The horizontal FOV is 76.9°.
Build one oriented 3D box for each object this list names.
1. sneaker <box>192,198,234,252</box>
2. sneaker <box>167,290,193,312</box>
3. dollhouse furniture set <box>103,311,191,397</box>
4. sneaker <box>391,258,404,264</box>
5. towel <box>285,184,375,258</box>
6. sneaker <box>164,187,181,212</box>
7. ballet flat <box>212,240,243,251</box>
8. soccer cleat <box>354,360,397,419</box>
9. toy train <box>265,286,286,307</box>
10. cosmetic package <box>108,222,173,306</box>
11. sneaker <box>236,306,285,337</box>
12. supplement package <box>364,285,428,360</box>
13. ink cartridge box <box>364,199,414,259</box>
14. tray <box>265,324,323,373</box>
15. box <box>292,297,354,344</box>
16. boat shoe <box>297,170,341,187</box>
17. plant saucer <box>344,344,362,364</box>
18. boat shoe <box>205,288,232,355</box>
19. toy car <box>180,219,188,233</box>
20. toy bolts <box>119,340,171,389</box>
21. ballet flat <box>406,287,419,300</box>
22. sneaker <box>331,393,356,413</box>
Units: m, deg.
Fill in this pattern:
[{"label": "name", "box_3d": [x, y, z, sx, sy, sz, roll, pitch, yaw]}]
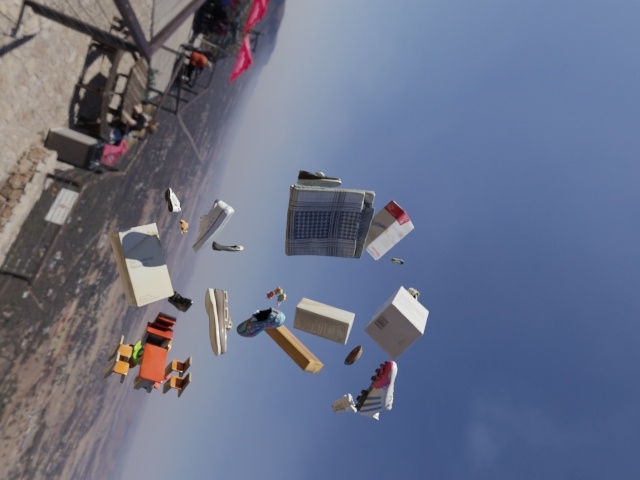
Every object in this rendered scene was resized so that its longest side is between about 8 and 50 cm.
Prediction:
[{"label": "sneaker", "box_3d": [-0.456, -0.061, 1.651, 0.258, 0.091, 0.094, -48, 177, 17]}, {"label": "sneaker", "box_3d": [-0.847, 0.365, 2.424, 0.227, 0.130, 0.087, -10, -139, 55]}, {"label": "dollhouse furniture set", "box_3d": [-0.579, 0.390, 1.414, 0.135, 0.261, 0.259, -52, -150, 17]}, {"label": "sneaker", "box_3d": [0.501, 0.132, 2.613, 0.035, 0.083, 0.031, -30, 136, -71]}, {"label": "towel", "box_3d": [0.033, -0.057, 1.520, 0.056, 0.323, 0.313, -102, -163, -56]}, {"label": "sneaker", "box_3d": [-0.582, -0.156, 1.587, 0.040, 0.043, 0.109, -29, -111, 30]}, {"label": "ballet flat", "box_3d": [-0.493, 0.033, 2.151, 0.057, 0.173, 0.049, 10, -86, 56]}, {"label": "soccer cleat", "box_3d": [0.280, 0.671, 1.797, 0.332, 0.143, 0.116, -62, 178, 28]}, {"label": "toy train", "box_3d": [-0.297, 0.390, 2.755, 0.125, 0.046, 0.166, -48, -135, -3]}, {"label": "cosmetic package", "box_3d": [-0.729, 0.098, 1.644, 0.113, 0.160, 0.310, -4, -79, 45]}, {"label": "sneaker", "box_3d": [-0.312, 0.386, 1.972, 0.261, 0.125, 0.104, -23, -134, 14]}, {"label": "supplement package", "box_3d": [0.335, 0.348, 1.747, 0.178, 0.175, 0.293, -49, 171, 18]}, {"label": "ink cartridge box", "box_3d": [0.377, -0.055, 2.376, 0.306, 0.226, 0.131, -41, -124, 4]}, {"label": "tray", "box_3d": [-0.176, 0.646, 2.482, 0.410, 0.203, 0.076, 38, -93, 32]}, {"label": "box", "box_3d": [0.017, 0.443, 2.218, 0.121, 0.310, 0.148, -45, 149, -64]}, {"label": "boat shoe", "box_3d": [-0.004, -0.323, 2.093, 0.084, 0.232, 0.079, 75, 23, -70]}, {"label": "plant saucer", "box_3d": [0.228, 0.788, 2.743, 0.168, 0.029, 0.168, -46, -179, 1]}, {"label": "boat shoe", "box_3d": [-0.448, 0.358, 1.805, 0.117, 0.096, 0.325, -56, -139, 38]}, {"label": "toy car", "box_3d": [-0.721, -0.076, 2.137, 0.122, 0.040, 0.060, 156, -78, -70]}, {"label": "toy bolts", "box_3d": [-0.773, 0.540, 1.782, 0.158, 0.229, 0.218, -18, -173, 22]}, {"label": "ballet flat", "box_3d": [0.492, 0.368, 2.257, 0.241, 0.077, 0.091, -61, 145, -29]}, {"label": "sneaker", "box_3d": [0.136, 0.983, 2.391, 0.292, 0.118, 0.110, 104, -33, -65]}]
